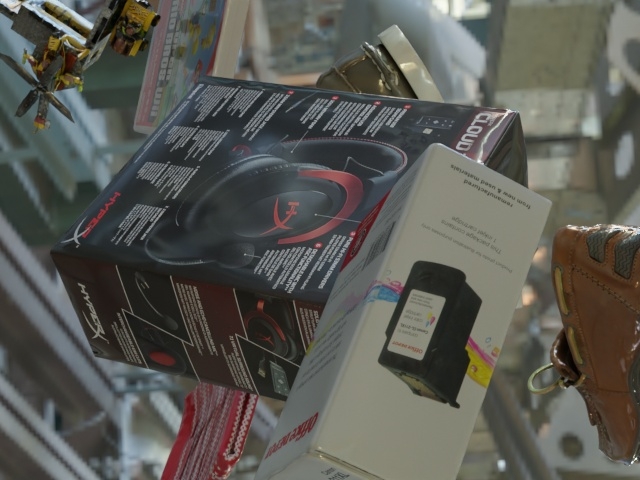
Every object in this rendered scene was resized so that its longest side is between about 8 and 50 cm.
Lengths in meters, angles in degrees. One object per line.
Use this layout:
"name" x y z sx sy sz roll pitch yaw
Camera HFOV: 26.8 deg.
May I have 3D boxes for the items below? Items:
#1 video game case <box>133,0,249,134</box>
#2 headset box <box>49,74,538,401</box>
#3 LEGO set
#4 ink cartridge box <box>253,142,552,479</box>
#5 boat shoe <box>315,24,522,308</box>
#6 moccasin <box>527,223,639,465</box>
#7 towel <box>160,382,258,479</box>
"video game case" -0.142 -0.212 1.476 0.285 0.025 0.204 -163 -95 -67
"headset box" 0.000 0.000 0.936 0.218 0.293 0.110 -56 144 -39
"LEGO set" -0.343 -0.297 1.451 0.255 0.331 0.192 -48 -174 30
"ink cartridge box" 0.039 0.058 0.696 0.175 0.072 0.127 -67 -172 -24
"boat shoe" 0.096 -0.047 1.227 0.305 0.091 0.109 61 1 -27
"moccasin" 0.310 0.119 1.460 0.139 0.147 0.380 -59 149 -22
"towel" -0.102 0.171 1.239 0.275 0.031 0.199 124 -15 -53
